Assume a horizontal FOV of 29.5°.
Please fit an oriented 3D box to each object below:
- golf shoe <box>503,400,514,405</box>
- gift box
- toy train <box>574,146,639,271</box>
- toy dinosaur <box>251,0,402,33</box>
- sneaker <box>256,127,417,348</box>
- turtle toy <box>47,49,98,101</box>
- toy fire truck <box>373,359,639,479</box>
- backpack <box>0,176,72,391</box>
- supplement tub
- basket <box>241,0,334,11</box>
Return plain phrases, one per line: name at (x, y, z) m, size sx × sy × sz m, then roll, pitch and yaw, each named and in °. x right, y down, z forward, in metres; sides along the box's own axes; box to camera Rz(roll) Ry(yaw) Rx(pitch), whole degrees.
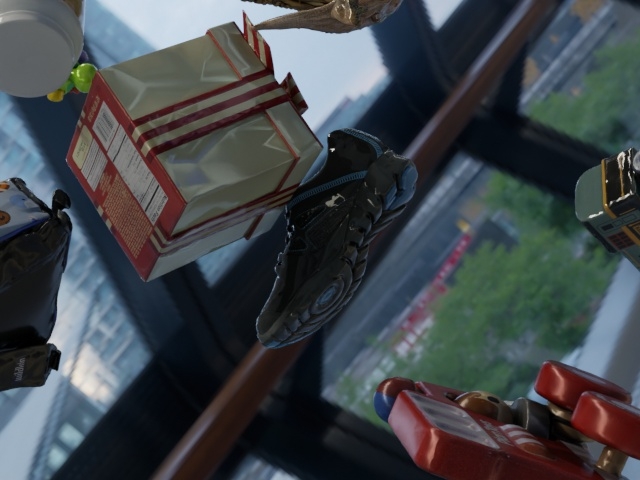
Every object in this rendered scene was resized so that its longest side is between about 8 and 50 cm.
golf shoe at (0.287, 0.292, 1.581) m, size 0.077 × 0.198 × 0.094 m, roll -40°, pitch -5°, yaw -28°
gift box at (-0.169, -0.143, 1.637) m, size 0.258 × 0.276 × 0.255 m, roll -24°, pitch -12°, yaw -33°
toy train at (0.524, -0.019, 1.792) m, size 0.190 × 0.334 × 0.142 m, roll -24°, pitch 43°, yaw 35°
toy dinosaur at (0.071, -0.292, 1.239) m, size 0.296 × 0.127 × 0.200 m, roll -49°, pitch -10°, yaw 9°
sneaker at (0.000, 0.000, 1.736) m, size 0.341 × 0.139 × 0.125 m, roll -56°, pitch -23°, yaw 11°
turtle toy at (-0.385, -0.260, 1.859) m, size 0.066 × 0.130 × 0.095 m, roll -1°, pitch -68°, yaw -36°
toy fire truck at (0.183, 0.198, 1.191) m, size 0.302 × 0.253 × 0.169 m, roll -133°, pitch 64°, yaw -80°
backpack at (-0.446, 0.058, 1.442) m, size 0.263 × 0.213 × 0.277 m, roll -33°, pitch -36°, yaw -47°
supplement tub at (-0.387, -0.299, 1.620) m, size 0.144 × 0.144 × 0.200 m, roll -51°, pitch 31°, yaw 33°
basket at (-0.046, -0.496, 1.831) m, size 0.223 × 0.299 × 0.214 m, roll 100°, pitch -178°, yaw -51°
